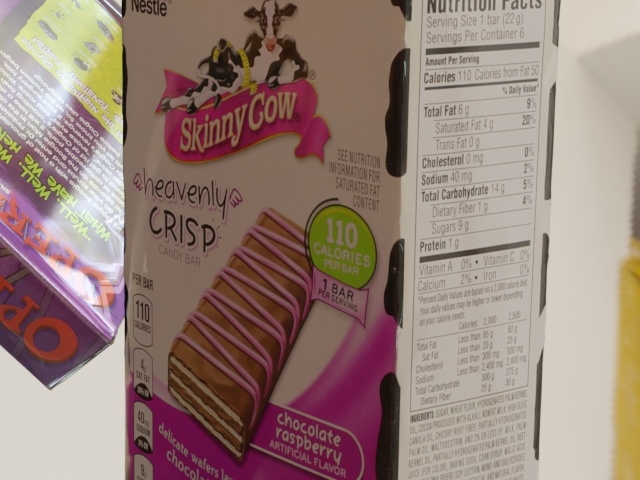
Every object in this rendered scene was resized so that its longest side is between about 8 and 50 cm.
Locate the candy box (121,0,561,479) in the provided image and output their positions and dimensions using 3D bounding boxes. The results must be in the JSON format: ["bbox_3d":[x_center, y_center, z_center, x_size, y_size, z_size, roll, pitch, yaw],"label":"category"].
[{"bbox_3d":[0.000,0.000,0.602,0.159,0.071,0.233,15,-72,50],"label":"candy box"}]

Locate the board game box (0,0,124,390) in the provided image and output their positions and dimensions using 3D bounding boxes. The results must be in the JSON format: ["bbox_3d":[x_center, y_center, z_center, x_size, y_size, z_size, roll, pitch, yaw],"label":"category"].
[{"bbox_3d":[-0.194,-0.117,0.752,0.056,0.347,0.208,-38,-165,25],"label":"board game box"}]
